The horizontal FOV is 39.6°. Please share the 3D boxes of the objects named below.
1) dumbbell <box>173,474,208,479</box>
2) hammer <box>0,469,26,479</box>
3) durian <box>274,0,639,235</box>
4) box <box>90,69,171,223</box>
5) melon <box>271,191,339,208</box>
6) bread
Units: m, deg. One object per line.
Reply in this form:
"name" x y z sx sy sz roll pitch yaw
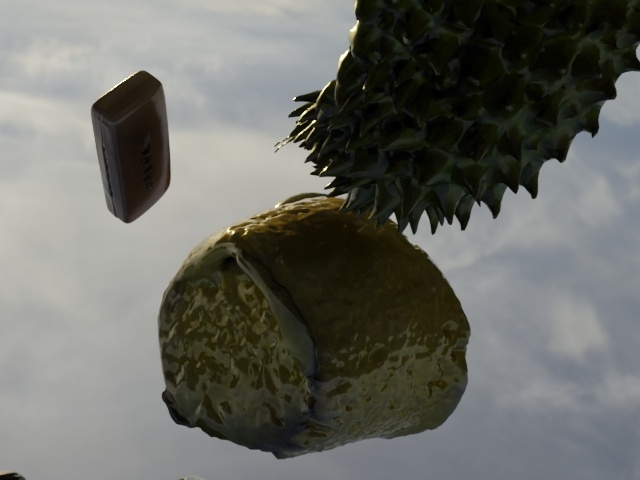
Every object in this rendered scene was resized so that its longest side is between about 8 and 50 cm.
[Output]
"dumbbell" -0.226 0.329 0.812 0.325 0.144 0.160 -11 -120 -27
"hammer" -0.403 0.450 1.260 0.095 0.409 0.242 3 -104 -41
"durian" 0.093 -0.149 0.505 0.157 0.355 0.169 20 -153 -17
"box" -0.119 -0.056 0.570 0.025 0.115 0.048 40 -119 16
"melon" 0.000 0.000 0.898 0.131 0.098 0.098 24 -157 -34
"bread" -0.005 0.067 0.630 0.197 0.197 0.170 36 -148 30
